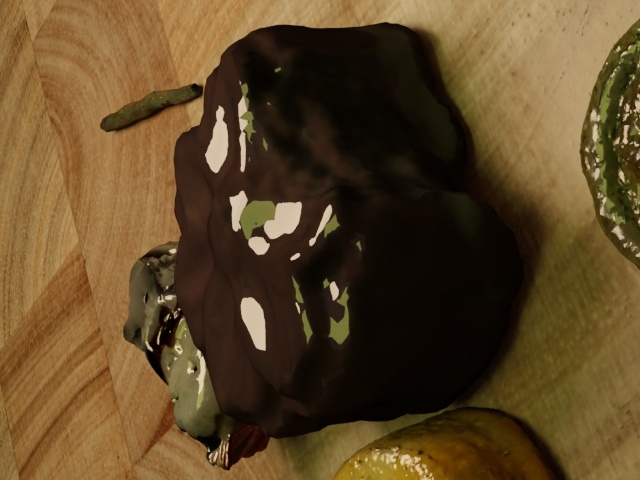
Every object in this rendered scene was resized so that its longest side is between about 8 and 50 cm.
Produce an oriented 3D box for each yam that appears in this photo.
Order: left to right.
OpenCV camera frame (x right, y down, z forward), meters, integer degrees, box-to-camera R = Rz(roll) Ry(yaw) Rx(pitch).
[{"bbox_3d":[-0.210,-0.165,1.932,0.234,0.029,0.027,-12,105,54],"label":"yam"}]

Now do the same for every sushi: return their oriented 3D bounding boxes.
[{"bbox_3d":[-0.124,0.111,1.693,0.332,0.130,0.124,48,127,47],"label":"sushi"}]

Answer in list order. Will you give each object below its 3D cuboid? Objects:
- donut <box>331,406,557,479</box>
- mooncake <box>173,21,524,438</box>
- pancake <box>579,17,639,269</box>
[{"bbox_3d":[0.095,0.291,1.375,0.303,0.110,0.303,-1,89,57],"label":"donut"},{"bbox_3d":[0.000,0.000,1.457,0.381,0.212,0.350,53,137,46],"label":"mooncake"},{"bbox_3d":[0.282,-0.077,1.172,0.253,0.037,0.253,-3,86,56],"label":"pancake"}]
